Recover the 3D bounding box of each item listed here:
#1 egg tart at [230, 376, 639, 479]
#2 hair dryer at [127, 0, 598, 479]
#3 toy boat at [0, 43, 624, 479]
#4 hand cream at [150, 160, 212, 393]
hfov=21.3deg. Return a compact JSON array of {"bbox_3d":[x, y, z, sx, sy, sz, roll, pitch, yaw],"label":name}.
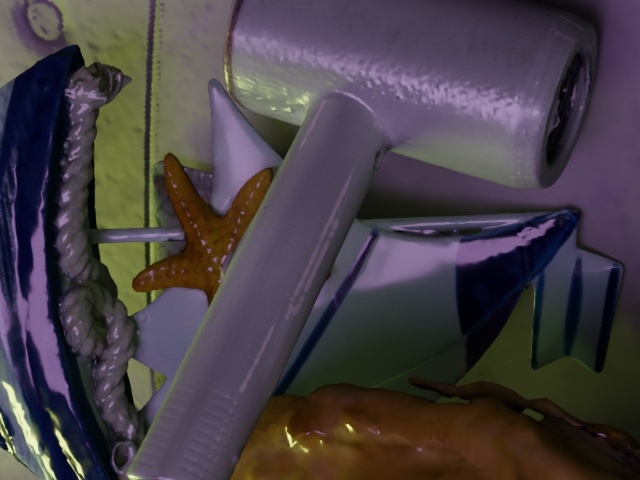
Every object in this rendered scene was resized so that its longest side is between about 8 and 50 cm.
[{"bbox_3d":[0.092,0.241,0.694,0.443,0.178,0.443,18,121,32],"label":"egg tart"},{"bbox_3d":[0.000,0.000,0.616,0.131,0.236,0.073,19,155,20],"label":"hair dryer"},{"bbox_3d":[-0.018,0.021,0.728,0.291,0.067,0.220,-2,105,9],"label":"toy boat"},{"bbox_3d":[-0.054,0.060,0.789,0.067,0.042,0.194,17,117,26],"label":"hand cream"}]
